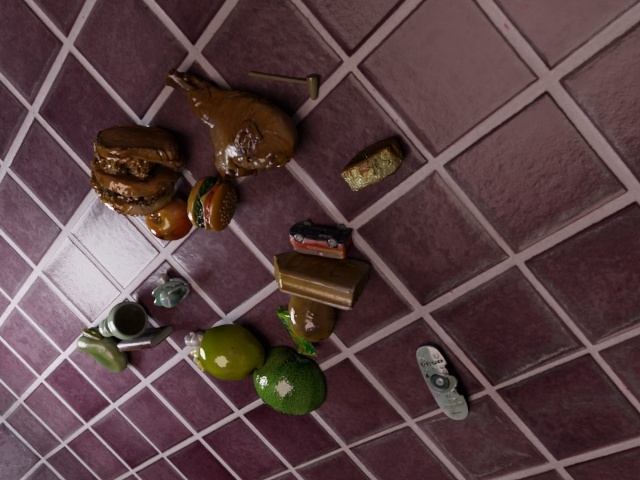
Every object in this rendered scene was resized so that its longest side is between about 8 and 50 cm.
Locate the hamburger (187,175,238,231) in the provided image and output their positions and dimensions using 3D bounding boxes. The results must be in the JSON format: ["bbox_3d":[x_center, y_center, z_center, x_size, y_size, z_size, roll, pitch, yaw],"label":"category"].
[{"bbox_3d":[-0.304,-0.104,1.515,0.115,0.162,0.162,15,122,11],"label":"hamburger"}]

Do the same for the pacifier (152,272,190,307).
[{"bbox_3d":[-0.511,0.159,1.805,0.150,0.126,0.117,93,155,-58],"label":"pacifier"}]

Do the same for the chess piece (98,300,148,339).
[{"bbox_3d":[-0.764,0.315,1.996,0.271,0.139,0.139,-22,106,44],"label":"chess piece"}]

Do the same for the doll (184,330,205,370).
[{"bbox_3d":[-0.426,0.392,1.902,0.106,0.062,0.163,-10,111,25],"label":"doll"}]

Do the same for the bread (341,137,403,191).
[{"bbox_3d":[0.125,-0.180,1.278,0.140,0.128,0.069,-18,112,33],"label":"bread"}]

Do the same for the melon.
[{"bbox_3d":[-0.108,0.458,1.748,0.265,0.129,0.169,26,122,12],"label":"melon"}]

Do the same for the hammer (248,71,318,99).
[{"bbox_3d":[-0.094,-0.393,1.334,0.195,0.028,0.060,16,129,21],"label":"hammer"}]

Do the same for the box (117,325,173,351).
[{"bbox_3d":[-0.640,0.357,1.952,0.177,0.115,0.036,-12,105,30],"label":"box"}]

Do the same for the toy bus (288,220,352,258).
[{"bbox_3d":[0.000,0.000,1.473,0.174,0.079,0.077,7,129,22],"label":"toy bus"}]

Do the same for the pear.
[{"bbox_3d":[-0.288,0.374,1.759,0.219,0.187,0.187,18,124,4],"label":"pear"}]

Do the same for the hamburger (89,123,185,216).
[{"bbox_3d":[-0.527,-0.204,1.500,0.245,0.260,0.211,18,127,7],"label":"hamburger"}]

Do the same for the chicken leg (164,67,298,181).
[{"bbox_3d":[-0.250,-0.286,1.394,0.409,0.182,0.295,35,142,9],"label":"chicken leg"}]

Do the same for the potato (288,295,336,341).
[{"bbox_3d":[-0.023,0.218,1.573,0.137,0.137,0.176,-18,106,32],"label":"potato"}]

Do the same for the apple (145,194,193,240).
[{"bbox_3d":[-0.461,-0.066,1.623,0.146,0.146,0.147,12,121,20],"label":"apple"}]

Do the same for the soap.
[{"bbox_3d":[-0.008,0.096,1.475,0.257,0.160,0.080,14,120,18],"label":"soap"}]

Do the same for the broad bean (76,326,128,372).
[{"bbox_3d":[-0.856,0.431,2.116,0.169,0.100,0.228,-14,122,39],"label":"broad bean"}]

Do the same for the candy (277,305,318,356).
[{"bbox_3d":[-0.074,0.287,1.672,0.102,0.032,0.178,4,124,56],"label":"candy"}]

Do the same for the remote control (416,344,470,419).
[{"bbox_3d":[0.357,0.409,1.547,0.097,0.045,0.256,-19,104,31],"label":"remote control"}]
